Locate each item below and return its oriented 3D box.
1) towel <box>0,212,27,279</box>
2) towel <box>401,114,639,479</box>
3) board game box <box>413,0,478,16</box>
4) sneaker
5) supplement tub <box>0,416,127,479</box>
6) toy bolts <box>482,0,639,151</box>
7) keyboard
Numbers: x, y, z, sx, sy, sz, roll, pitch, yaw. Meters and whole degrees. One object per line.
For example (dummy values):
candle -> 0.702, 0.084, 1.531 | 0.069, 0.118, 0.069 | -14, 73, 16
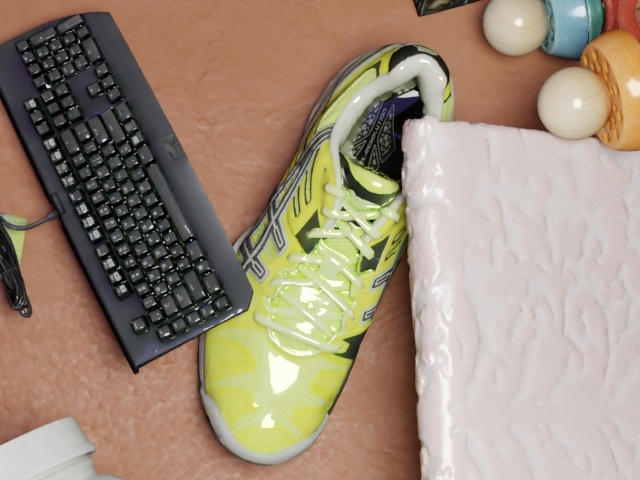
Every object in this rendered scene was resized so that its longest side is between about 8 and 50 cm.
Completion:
towel -> -0.297, 0.001, 1.308 | 0.083, 0.009, 0.060 | 8, 79, -5
towel -> 0.198, 0.073, 1.257 | 0.317, 0.053, 0.332 | 3, 79, -38
board game box -> 0.178, -0.255, 1.344 | 0.186, 0.126, 0.026 | -16, 77, -8
sneaker -> 0.000, 0.000, 1.271 | 0.145, 0.147, 0.384 | 21, 80, -4
supplement tub -> -0.198, 0.326, 1.146 | 0.241, 0.241, 0.331 | -28, 84, -10
toy bolts -> 0.231, -0.198, 1.279 | 0.158, 0.228, 0.218 | -13, 113, -9
keyboard -> -0.207, -0.034, 1.277 | 0.201, 0.033, 0.317 | -29, 71, 1
